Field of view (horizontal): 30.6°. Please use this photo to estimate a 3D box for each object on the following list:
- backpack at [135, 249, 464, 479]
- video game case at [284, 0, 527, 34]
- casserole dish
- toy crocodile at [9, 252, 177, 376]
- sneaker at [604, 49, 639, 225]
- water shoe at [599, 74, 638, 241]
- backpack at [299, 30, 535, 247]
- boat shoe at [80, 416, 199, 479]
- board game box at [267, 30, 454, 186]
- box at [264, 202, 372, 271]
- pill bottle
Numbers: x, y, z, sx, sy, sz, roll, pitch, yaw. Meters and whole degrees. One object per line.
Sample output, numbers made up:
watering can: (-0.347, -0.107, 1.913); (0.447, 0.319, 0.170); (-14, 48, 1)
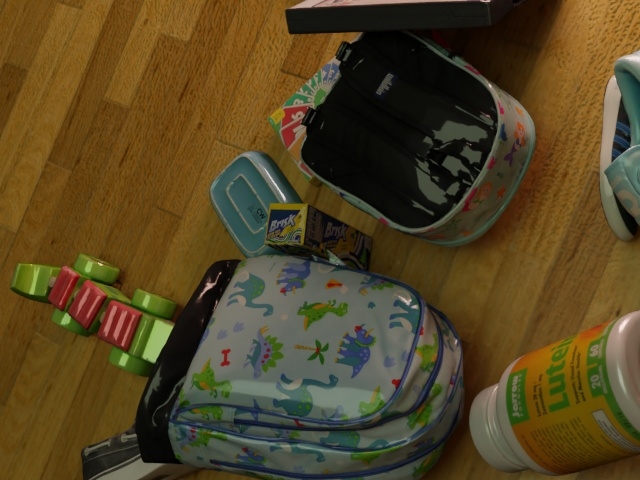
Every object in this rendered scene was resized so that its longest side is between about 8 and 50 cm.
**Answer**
backpack: (-0.005, 0.157, 1.382); (0.355, 0.273, 0.290); (20, 54, 10)
video game case: (0.134, -0.308, 1.446); (0.274, 0.248, 0.035); (4, 117, 33)
casserole dish: (-0.092, -0.047, 1.624); (0.114, 0.037, 0.188); (-43, 60, 16)
toy crocodile: (-0.307, 0.103, 1.676); (0.340, 0.105, 0.115); (26, 91, 34)
sneaker: (0.374, -0.035, 1.241); (0.150, 0.135, 0.366); (-1, 71, -3)
water shoe: (0.364, -0.101, 1.333); (0.080, 0.073, 0.203); (-4, 76, 29)
backpack: (0.129, -0.115, 1.411); (0.253, 0.191, 0.225); (36, 100, 41)
boat shoe: (-0.209, 0.266, 1.578); (0.301, 0.108, 0.102); (-30, 65, 30)
board game box: (0.054, -0.202, 1.579); (0.259, 0.039, 0.124); (-40, 60, 14)
box: (0.000, 0.000, 1.474); (0.059, 0.169, 0.054); (1, 76, 31)
pill bottle: (0.274, 0.173, 1.242); (0.245, 0.136, 0.136); (-32, 59, 49)
